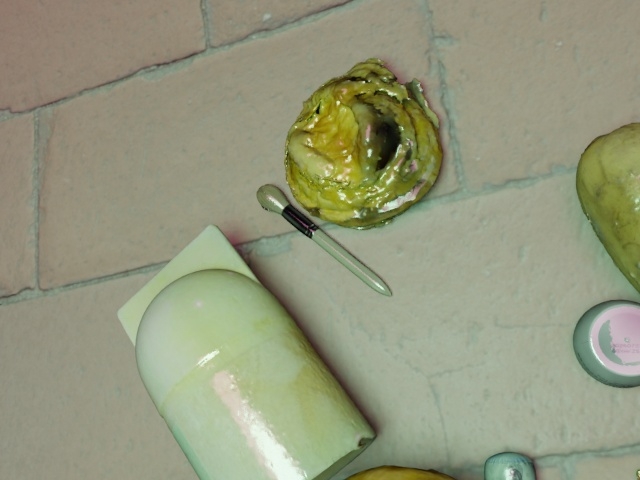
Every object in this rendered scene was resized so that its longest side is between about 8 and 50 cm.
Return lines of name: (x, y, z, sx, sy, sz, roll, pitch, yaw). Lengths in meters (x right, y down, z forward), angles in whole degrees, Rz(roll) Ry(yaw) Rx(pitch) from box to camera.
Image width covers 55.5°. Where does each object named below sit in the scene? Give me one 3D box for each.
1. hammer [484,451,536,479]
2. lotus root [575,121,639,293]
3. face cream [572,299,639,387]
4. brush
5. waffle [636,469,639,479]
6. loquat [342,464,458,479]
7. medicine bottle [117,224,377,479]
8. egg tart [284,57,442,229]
hammer: (0.319, 0.343, 0.808, 0.194, 0.069, 0.116, -3, 76, 9)
lotus root: (0.465, -0.002, 0.779, 0.342, 0.169, 0.151, 62, 141, 21)
face cream: (0.398, 0.135, 0.802, 0.117, 0.104, 0.117, -4, 75, 16)
brush: (0.000, 0.000, 1.006, 0.299, 0.039, 0.042, 41, 54, 20)
waffle: (0.464, 0.359, 0.772, 0.092, 0.021, 0.134, -13, 74, 15)
loquat: (0.110, 0.438, 0.718, 0.329, 0.328, 0.328, -4, 76, 18)
medicine bottle: (-0.130, 0.191, 0.893, 0.236, 0.236, 0.406, -41, 69, 6)
egg tart: (0.054, -0.165, 0.982, 0.297, 0.132, 0.296, -7, 72, 22)
